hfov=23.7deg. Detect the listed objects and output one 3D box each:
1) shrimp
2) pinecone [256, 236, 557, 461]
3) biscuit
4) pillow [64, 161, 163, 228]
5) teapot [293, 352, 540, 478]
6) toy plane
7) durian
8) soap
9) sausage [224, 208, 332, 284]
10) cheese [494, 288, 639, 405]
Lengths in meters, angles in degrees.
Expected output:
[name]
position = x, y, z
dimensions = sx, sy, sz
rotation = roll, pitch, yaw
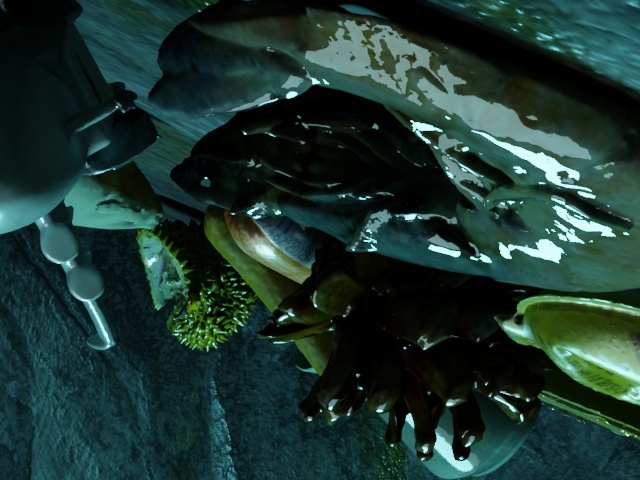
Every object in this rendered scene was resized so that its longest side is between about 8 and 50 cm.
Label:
[shrimp]
position = 0.014, -0.040, 0.591
dimensions = 0.289, 0.075, 0.178
rotation = 21, 167, 43
[pinecone]
position = 0.060, 0.062, 1.003
dimensions = 0.195, 0.150, 0.179
rotation = 20, 166, -7
[biscuit]
position = 0.001, 0.018, 1.244
dimensions = 0.183, 0.039, 0.174
rotation = 49, -142, 1
[pillow]
position = -0.301, -0.107, 1.119
dimensions = 0.310, 0.119, 0.312
rotation = 25, 177, 34
[teapot]
position = 0.107, 0.118, 1.515
dimensions = 0.225, 0.171, 0.203
rotation = 33, 141, -22
[toy plane]
position = -0.127, -0.056, 0.637
dimensions = 0.251, 0.101, 0.255
rotation = 63, 173, -18
[durian]
position = -0.154, 0.049, 2.030
dimensions = 0.138, 0.193, 0.237
rotation = -17, -163, -11
[soap]
position = 0.187, 0.094, 1.204
dimensions = 0.233, 0.076, 0.135
rotation = 24, 175, -17
[sausage]
position = 0.000, 0.000, 1.105
dimensions = 0.071, 0.071, 0.234
rotation = 21, 175, 32
[cheese]
position = 0.201, 0.055, 0.743
dimensions = 0.250, 0.064, 0.156
rotation = 7, 167, 41
